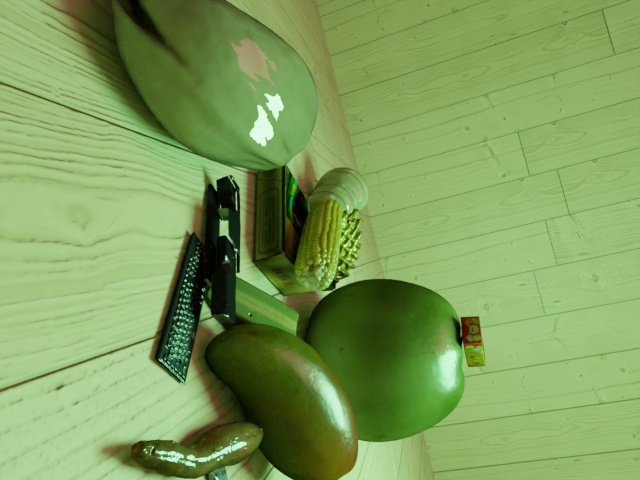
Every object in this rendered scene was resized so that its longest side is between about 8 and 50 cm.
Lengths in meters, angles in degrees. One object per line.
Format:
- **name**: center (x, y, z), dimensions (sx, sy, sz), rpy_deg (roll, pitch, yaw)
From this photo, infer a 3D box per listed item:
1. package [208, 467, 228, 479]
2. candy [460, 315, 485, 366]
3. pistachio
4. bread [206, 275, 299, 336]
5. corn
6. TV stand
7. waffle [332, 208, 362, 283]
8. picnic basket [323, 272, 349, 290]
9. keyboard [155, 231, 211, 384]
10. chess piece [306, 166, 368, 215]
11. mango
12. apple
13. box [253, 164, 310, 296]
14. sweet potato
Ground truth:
- **package**: center (-0.115, 0.315, 0.522), dimensions (0.037, 0.015, 0.110), rpy_deg (30, 46, -64)
- **candy**: center (0.313, 0.209, 0.917), dimensions (0.121, 0.038, 0.062), rpy_deg (61, 29, -48)
- **pistachio**: center (-0.131, -0.217, 0.616), dimensions (0.332, 0.208, 0.225), rpy_deg (27, 42, -55)
- **bread**: center (-0.098, 0.098, 0.667), dimensions (0.074, 0.084, 0.139), rpy_deg (-85, 156, -51)
- **corn**: center (0.000, 0.000, 0.879), dimensions (0.248, 0.081, 0.081), rpy_deg (-80, 152, -55)
- **TV stand**: center (-0.140, 0.006, 0.645), dimensions (0.036, 0.042, 0.249), rpy_deg (70, 9, -51)
- **waffle**: center (0.019, 0.016, 1.088), dimensions (0.197, 0.070, 0.192), rpy_deg (-30, 126, -30)
- **picnic basket**: center (0.037, 0.100, 1.198), dimensions (0.072, 0.084, 0.071), rpy_deg (-15, 90, -77)
- **keyboard**: center (-0.167, 0.077, 0.568), dimensions (0.197, 0.010, 0.063), rpy_deg (-90, 162, -45)
- **chess piece**: center (0.036, -0.100, 1.266), dimensions (0.299, 0.167, 0.166), rpy_deg (-57, 132, -65)
- **mango**: center (-0.041, 0.226, 0.633), dimensions (0.129, 0.146, 0.288), rpy_deg (-87, 157, -64)
- **apple**: center (0.140, 0.248, 0.975), dimensions (0.357, 0.358, 0.356), rpy_deg (-14, 90, -76)
- **box**: center (-0.074, -0.026, 0.918), dimensions (0.159, 0.071, 0.239), rpy_deg (55, 25, -51)
- **sweet potato**: center (-0.130, 0.229, 0.488), dimensions (0.214, 0.050, 0.050), rpy_deg (33, 45, -61)
